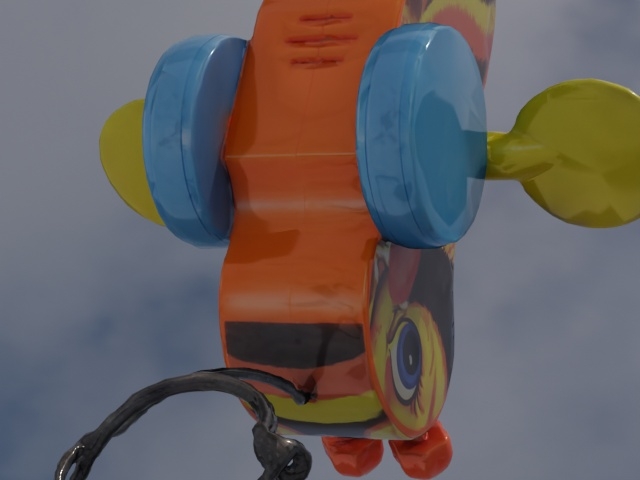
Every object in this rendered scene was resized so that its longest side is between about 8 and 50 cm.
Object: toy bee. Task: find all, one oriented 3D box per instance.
[{"bbox_3d":[0.000,0.000,0.627,0.195,0.162,0.298,21,-117,35],"label":"toy bee"}]
